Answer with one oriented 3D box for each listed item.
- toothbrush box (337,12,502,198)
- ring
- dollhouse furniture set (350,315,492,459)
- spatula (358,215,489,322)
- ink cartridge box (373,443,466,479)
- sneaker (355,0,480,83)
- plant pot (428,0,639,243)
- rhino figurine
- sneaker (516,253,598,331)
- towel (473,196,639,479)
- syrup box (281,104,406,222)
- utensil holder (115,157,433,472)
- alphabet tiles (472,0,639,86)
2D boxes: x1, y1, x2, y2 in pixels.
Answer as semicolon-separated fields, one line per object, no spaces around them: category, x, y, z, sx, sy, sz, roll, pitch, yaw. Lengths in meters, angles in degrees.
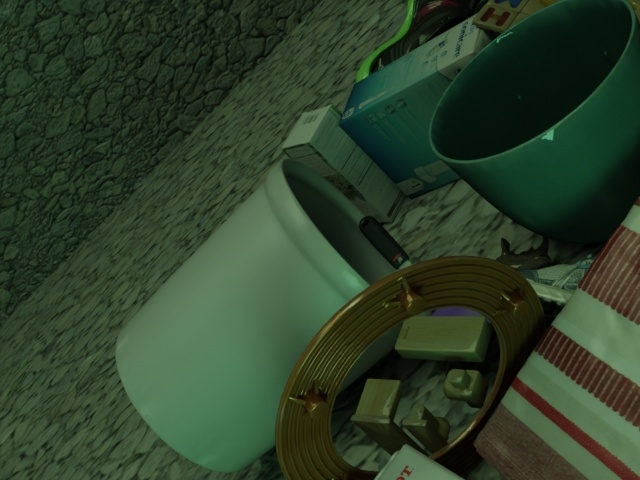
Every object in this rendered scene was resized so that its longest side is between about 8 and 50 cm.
toothbrush box;0.216;-0.225;1.334;0.295;0.216;0.126;-22;36;42
ring;0.111;0.170;0.819;0.336;0.336;0.032;-47;38;1
dollhouse furniture set;0.150;0.192;0.963;0.144;0.123;0.151;-4;50;39
spatula;0.133;0.049;1.070;0.084;0.030;0.296;-46;48;7
ink cartridge box;0.131;0.335;0.733;0.237;0.100;0.172;21;63;45
sneaker;0.267;-0.443;1.656;0.202;0.185;0.482;14;66;41
plant pot;0.330;-0.135;1.012;0.293;0.235;0.293;-35;28;22
rhino figurine;0.231;0.082;1.050;0.243;0.073;0.106;-49;28;-6
sneaker;0.344;0.063;0.891;0.283;0.110;0.122;5;50;48
towel;0.314;0.141;0.747;0.329;0.037;0.237;-59;39;7
syrup box;0.051;-0.136;1.434;0.093;0.237;0.096;-4;51;54
utensil holder;-0.077;0.122;1.181;0.385;0.327;0.327;-43;26;13
alphabet tiles;0.417;-0.365;1.208;0.285;0.011;0.342;24;55;20
